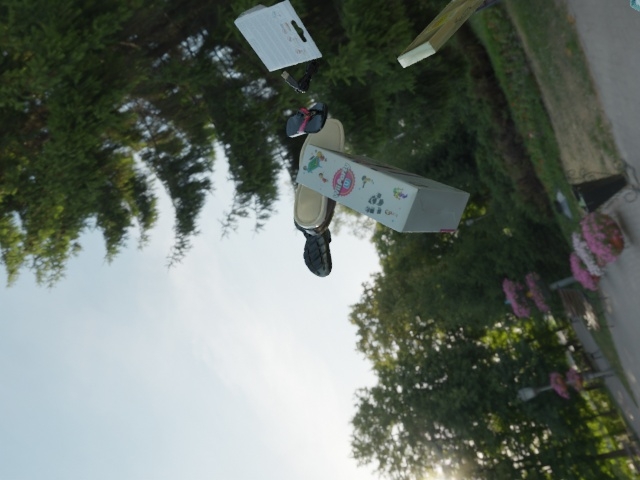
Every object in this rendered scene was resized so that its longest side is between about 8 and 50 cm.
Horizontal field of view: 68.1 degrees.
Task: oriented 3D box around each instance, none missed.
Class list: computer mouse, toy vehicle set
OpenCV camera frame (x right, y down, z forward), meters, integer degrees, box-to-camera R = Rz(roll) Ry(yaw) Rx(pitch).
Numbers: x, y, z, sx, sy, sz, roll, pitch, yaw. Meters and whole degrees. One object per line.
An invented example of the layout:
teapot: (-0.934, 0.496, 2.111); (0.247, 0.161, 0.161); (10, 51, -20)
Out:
computer mouse: (-0.111, -0.592, 1.501); (0.262, 0.060, 0.184); (44, -128, -41)
toy vehicle set: (0.351, -0.610, 1.339); (0.035, 0.267, 0.166); (45, 170, -18)

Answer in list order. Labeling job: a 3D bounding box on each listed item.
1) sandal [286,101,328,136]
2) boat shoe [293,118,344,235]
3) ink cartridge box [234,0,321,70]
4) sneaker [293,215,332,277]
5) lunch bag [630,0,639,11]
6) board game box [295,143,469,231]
sandal: (-0.043, -0.290, 1.153); (0.040, 0.179, 0.067); (4, -95, -36)
boat shoe: (0.005, -0.173, 1.289); (0.097, 0.116, 0.324); (51, -133, -64)
ink cartridge box: (-0.113, -0.589, 1.351); (0.181, 0.224, 0.056); (49, -124, -38)
sneaker: (0.000, 0.000, 1.466); (0.106, 0.101, 0.267); (22, -139, -43)
lunch bag: (0.901, -0.678, 1.114); (0.160, 0.223, 0.262); (66, -175, 32)
board game box: (0.133, -0.115, 1.038); (0.303, 0.098, 0.224); (30, -160, 38)
